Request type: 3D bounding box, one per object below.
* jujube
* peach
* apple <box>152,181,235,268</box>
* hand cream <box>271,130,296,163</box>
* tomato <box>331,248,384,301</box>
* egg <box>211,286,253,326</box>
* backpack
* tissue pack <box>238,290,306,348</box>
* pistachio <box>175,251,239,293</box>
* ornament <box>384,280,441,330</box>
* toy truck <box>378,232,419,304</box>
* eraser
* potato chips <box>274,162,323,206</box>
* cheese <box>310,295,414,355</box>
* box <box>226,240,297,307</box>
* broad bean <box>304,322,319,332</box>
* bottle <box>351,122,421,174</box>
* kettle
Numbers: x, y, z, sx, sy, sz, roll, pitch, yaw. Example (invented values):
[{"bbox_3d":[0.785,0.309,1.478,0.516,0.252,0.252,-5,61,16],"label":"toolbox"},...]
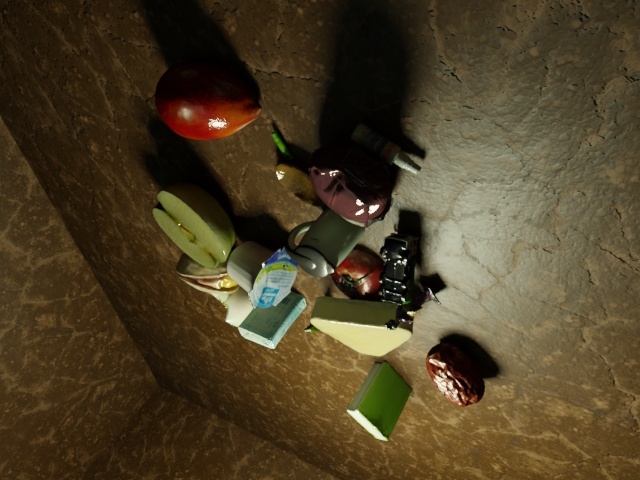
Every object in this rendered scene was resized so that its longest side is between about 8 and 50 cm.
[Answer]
[{"bbox_3d":[0.499,0.496,1.866,0.250,0.174,0.174,55,141,-3],"label":"jujube"},{"bbox_3d":[-0.372,-0.422,1.602,0.362,0.201,0.257,19,137,22],"label":"peach"},{"bbox_3d":[-0.505,-0.050,2.020,0.360,0.320,0.312,44,104,-6],"label":"apple"},{"bbox_3d":[-0.121,-0.305,1.664,0.036,0.023,0.122,-9,126,39],"label":"hand cream"},{"bbox_3d":[0.131,0.142,1.852,0.228,0.101,0.227,24,139,23],"label":"tomato"},{"bbox_3d":[-0.379,0.274,2.347,0.206,0.161,0.271,35,-173,-36],"label":"egg"},{"bbox_3d":[0.085,-0.174,1.435,0.283,0.197,0.317,34,180,5],"label":"backpack"},{"bbox_3d":[-0.204,0.326,2.171,0.177,0.263,0.089,15,140,28],"label":"tissue pack"},{"bbox_3d":[-0.490,0.131,2.231,0.309,0.230,0.229,17,137,26],"label":"pistachio"},{"bbox_3d":[0.310,0.242,1.728,0.081,0.203,0.088,46,177,-17],"label":"ornament"},{"bbox_3d":[0.260,0.097,1.646,0.101,0.125,0.242,12,111,33],"label":"toy truck"},{"bbox_3d":[0.258,0.682,2.150,0.210,0.274,0.092,47,140,-12],"label":"eraser"},{"bbox_3d":[-0.065,-0.199,1.704,0.202,0.049,0.150,27,146,11],"label":"potato chips"},{"bbox_3d":[0.195,0.318,1.884,0.384,0.104,0.384,11,150,6],"label":"cheese"},{"bbox_3d":[-0.243,0.098,2.029,0.206,0.262,0.291,27,104,31],"label":"box"},{"bbox_3d":[0.002,0.304,2.011,0.053,0.256,0.052,9,112,17],"label":"broad bean"},{"bbox_3d":[0.191,-0.256,1.436,0.217,0.060,0.060,33,142,5],"label":"bottle"},{"bbox_3d":[0.000,0.000,1.699,0.221,0.236,0.161,20,139,22],"label":"kettle"}]
